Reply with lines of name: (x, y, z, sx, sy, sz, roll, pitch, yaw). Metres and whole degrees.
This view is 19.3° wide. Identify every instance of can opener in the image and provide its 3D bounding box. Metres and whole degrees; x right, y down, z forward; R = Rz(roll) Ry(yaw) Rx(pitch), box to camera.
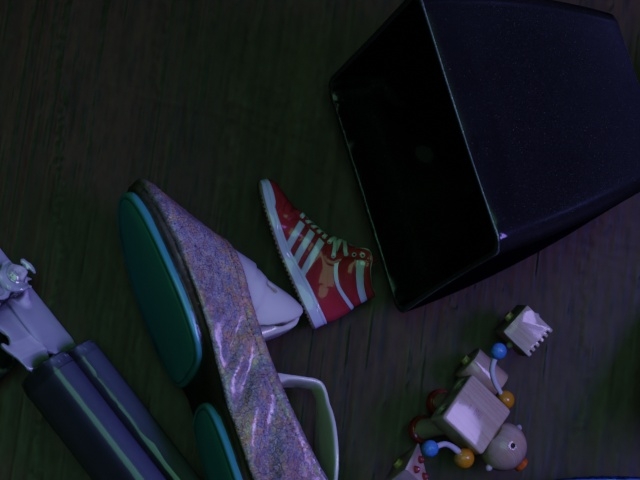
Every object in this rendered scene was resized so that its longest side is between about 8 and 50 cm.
can opener: (-0.190, 0.113, 1.380, 0.280, 0.074, 0.093, 47, 116, 9)

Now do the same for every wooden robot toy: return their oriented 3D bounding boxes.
wooden robot toy: (0.120, 0.134, 1.374, 0.079, 0.076, 0.173, 42, 66, -8)

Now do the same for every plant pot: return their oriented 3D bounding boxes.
plant pot: (0.135, -0.072, 1.358, 0.167, 0.187, 0.188, -12, 79, -22)

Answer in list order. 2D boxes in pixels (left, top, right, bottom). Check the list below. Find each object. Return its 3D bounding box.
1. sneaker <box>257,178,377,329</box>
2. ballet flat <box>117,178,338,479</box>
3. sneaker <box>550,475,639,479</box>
sneaker: (0.000, 0.000, 1.409, 0.067, 0.042, 0.118, -23, 88, -1)
ballet flat: (-0.055, 0.096, 1.369, 0.106, 0.107, 0.316, -14, 79, -26)
sneaker: (0.149, 0.220, 1.356, 0.232, 0.081, 0.090, -6, 82, 5)
